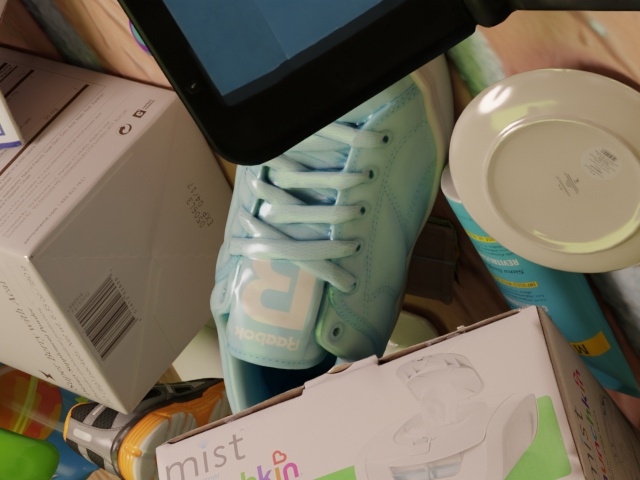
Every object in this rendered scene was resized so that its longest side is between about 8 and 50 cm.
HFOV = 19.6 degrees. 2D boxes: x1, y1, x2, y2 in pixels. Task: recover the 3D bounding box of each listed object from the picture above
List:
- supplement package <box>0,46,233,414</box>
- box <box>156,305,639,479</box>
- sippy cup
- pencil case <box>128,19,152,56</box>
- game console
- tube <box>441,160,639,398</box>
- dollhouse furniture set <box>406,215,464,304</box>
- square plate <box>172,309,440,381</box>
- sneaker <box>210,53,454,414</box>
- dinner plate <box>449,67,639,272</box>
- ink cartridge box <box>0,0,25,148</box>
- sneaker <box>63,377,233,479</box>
[{"bbox_3d":[-0.227,-0.021,1.408,0.293,0.175,0.177,17,146,39],"label":"supplement package"},{"bbox_3d":[0.067,0.173,1.178,0.262,0.127,0.231,-21,148,15],"label":"box"},{"bbox_3d":[-0.298,0.120,1.663,0.224,0.305,0.240,31,136,-27],"label":"sippy cup"},{"bbox_3d":[-0.072,-0.163,1.117,0.070,0.064,0.152,26,154,-7],"label":"pencil case"},{"bbox_3d":[0.020,-0.180,0.851,0.250,0.173,0.293,8,140,47],"label":"game console"},{"bbox_3d":[0.137,0.024,1.161,0.080,0.052,0.207,24,155,46],"label":"tube"},{"bbox_3d":[0.029,-0.011,1.265,0.151,0.058,0.076,11,138,13],"label":"dollhouse furniture set"},{"bbox_3d":[-0.001,0.150,1.522,0.347,0.049,0.344,16,145,39],"label":"square plate"},{"bbox_3d":[0.000,0.000,1.130,0.135,0.150,0.366,11,137,12],"label":"sneaker"},{"bbox_3d":[0.139,-0.033,1.038,0.141,0.017,0.141,10,130,12],"label":"dinner plate"},{"bbox_3d":[-0.392,-0.203,1.306,0.324,0.071,0.330,-4,127,24],"label":"ink cartridge box"},{"bbox_3d":[-0.119,0.140,1.430,0.083,0.084,0.215,16,-176,21],"label":"sneaker"}]
